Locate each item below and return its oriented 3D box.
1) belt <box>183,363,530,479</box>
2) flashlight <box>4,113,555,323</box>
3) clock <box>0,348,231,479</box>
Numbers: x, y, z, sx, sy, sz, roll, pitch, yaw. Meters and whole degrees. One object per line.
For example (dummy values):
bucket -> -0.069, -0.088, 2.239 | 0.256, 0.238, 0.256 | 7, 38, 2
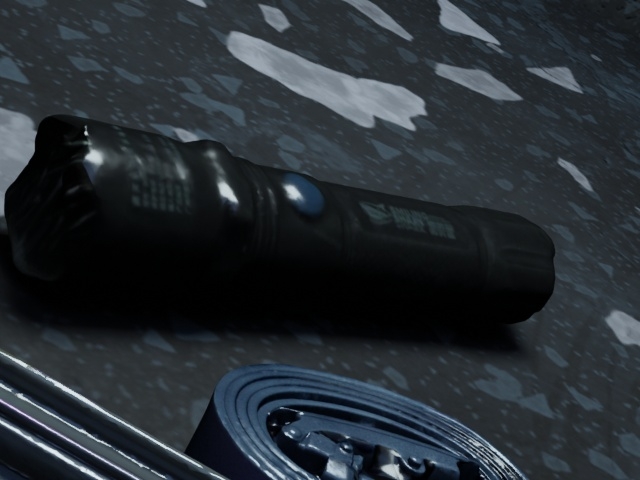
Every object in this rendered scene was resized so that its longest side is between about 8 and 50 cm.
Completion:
belt -> 0.021, 0.135, 0.714 | 0.190, 0.082, 0.141 | 18, 24, -23
flashlight -> 0.000, 0.000, 0.941 | 0.424, 0.103, 0.103 | 9, 32, -41
clock -> -0.110, 0.143, 0.550 | 0.253, 0.083, 0.186 | 30, 24, 0
